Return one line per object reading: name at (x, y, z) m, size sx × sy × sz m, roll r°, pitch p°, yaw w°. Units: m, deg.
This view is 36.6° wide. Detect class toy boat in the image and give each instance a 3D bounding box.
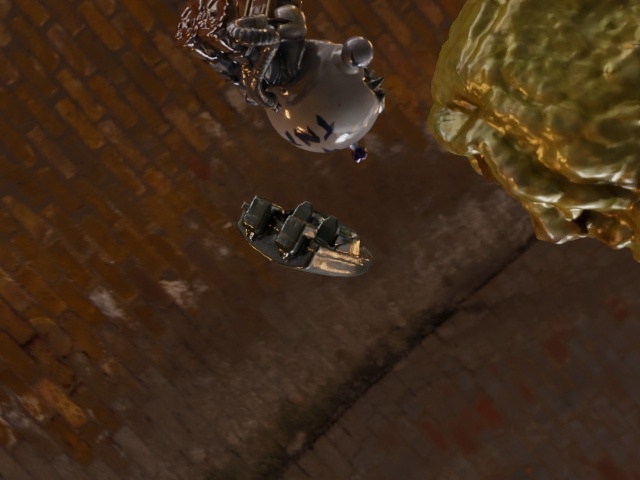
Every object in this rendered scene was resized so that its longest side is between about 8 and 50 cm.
toy boat at (0.000, 0.000, 1.463) m, size 0.092 × 0.141 × 0.319 m, roll -62°, pitch -26°, yaw 6°

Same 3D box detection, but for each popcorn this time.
popcorn at (0.198, -0.116, 0.783) m, size 0.225 × 0.174 × 0.286 m, roll -9°, pitch -108°, yaw -1°

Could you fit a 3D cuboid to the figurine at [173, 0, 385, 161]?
figurine at (-0.048, -0.262, 1.496) m, size 0.382 × 0.261 × 0.186 m, roll 30°, pitch -105°, yaw -42°
